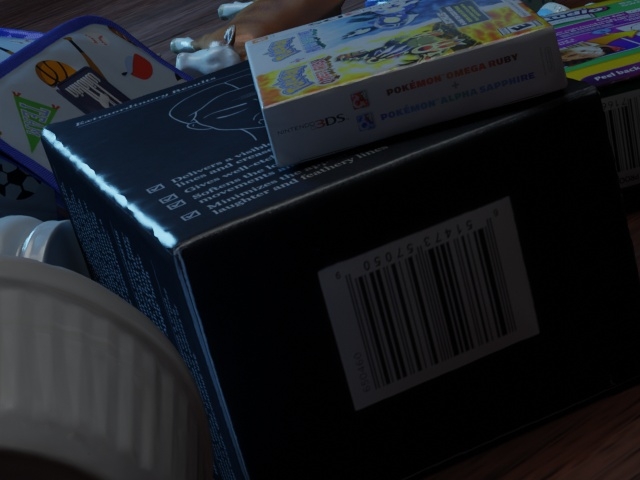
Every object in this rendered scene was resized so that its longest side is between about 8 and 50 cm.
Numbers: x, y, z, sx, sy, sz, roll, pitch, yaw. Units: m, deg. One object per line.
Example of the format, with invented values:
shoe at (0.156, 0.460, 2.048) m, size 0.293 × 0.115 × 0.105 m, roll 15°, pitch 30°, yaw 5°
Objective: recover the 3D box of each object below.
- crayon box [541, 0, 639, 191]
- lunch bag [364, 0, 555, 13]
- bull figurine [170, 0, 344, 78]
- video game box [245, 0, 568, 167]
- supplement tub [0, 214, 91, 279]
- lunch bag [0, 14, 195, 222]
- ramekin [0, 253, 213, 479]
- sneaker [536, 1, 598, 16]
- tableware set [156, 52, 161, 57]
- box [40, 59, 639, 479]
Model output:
crayon box at (0.306, -0.151, 1.450) m, size 0.363 × 0.106 × 0.313 m, roll -14°, pitch 18°, yaw -9°
lunch bag at (0.179, -0.296, 1.996) m, size 0.176 × 0.090 × 0.219 m, roll -28°, pitch 24°, yaw -37°
bull figurine at (-0.099, -0.260, 2.089) m, size 0.188 × 0.101 × 0.310 m, roll 1°, pitch 26°, yaw 44°
video game box at (0.048, -0.118, 1.041) m, size 0.187 × 0.048 × 0.205 m, roll -18°, pitch 19°, yaw 0°
supplement tub at (-0.287, 0.057, 1.307) m, size 0.200 × 0.144 × 0.144 m, roll -8°, pitch 21°, yaw 20°
lunch bag at (-0.322, -0.089, 1.624) m, size 0.385 × 0.239 × 0.328 m, roll 9°, pitch 27°, yaw 19°
ramekin at (-0.182, 0.153, 0.811) m, size 0.273 × 0.273 × 0.127 m, roll -17°, pitch 32°, yaw -2°
sneaker at (0.284, -0.226, 1.790) m, size 0.073 × 0.063 × 0.162 m, roll -41°, pitch 22°, yaw -15°
tableware set at (-0.258, -0.163, 2.004) m, size 0.128 × 0.039 × 0.194 m, roll -48°, pitch 2°, yaw 23°
box at (0.000, 0.000, 1.138) m, size 0.293 × 0.212 × 0.395 m, roll -21°, pitch 21°, yaw -15°
